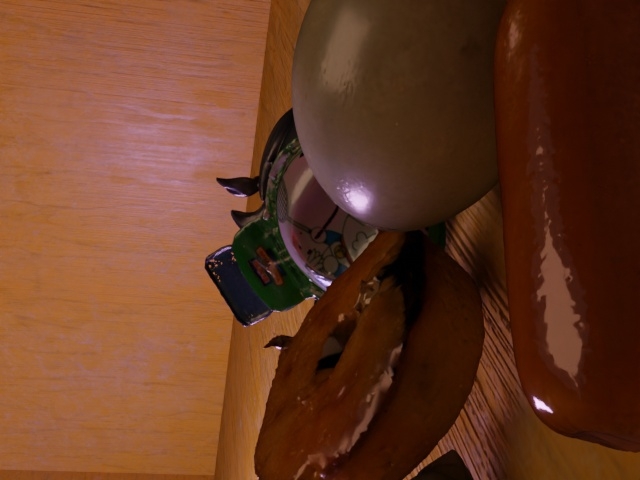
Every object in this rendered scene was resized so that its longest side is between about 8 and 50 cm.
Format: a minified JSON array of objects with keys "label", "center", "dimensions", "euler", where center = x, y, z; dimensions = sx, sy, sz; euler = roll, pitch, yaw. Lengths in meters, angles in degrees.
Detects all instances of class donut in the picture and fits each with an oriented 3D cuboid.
[{"label":"donut","center":[0.036,0.105,0.726],"dimensions":[0.253,0.118,0.253],"euler":[-51,11,14]}]

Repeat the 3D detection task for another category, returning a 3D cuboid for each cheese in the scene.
[{"label":"cheese","center":[0.000,0.000,0.886],"dimensions":[0.320,0.204,0.083],"euler":[-30,5,35]}]

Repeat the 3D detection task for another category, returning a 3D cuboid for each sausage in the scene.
[{"label":"sausage","center":[0.144,-0.029,0.453],"dimensions":[0.105,0.105,0.275],"euler":[121,151,-67]}]

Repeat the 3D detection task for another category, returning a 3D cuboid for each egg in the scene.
[{"label":"egg","center":[0.072,-0.124,0.635],"dimensions":[0.187,0.186,0.253],"euler":[-104,21,-59]}]

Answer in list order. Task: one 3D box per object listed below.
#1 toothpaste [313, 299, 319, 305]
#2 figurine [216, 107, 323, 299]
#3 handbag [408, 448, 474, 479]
[{"label":"toothpaste","center":[0.035,0.012,1.139],"dimensions":[0.100,0.066,0.324],"euler":[-162,81,-73]},{"label":"figurine","center":[-0.003,-0.040,1.027],"dimensions":[0.197,0.175,0.265],"euler":[30,119,47]},{"label":"handbag","center":[0.059,0.279,0.562],"dimensions":[0.253,0.109,0.316],"euler":[-53,12,-4]}]
